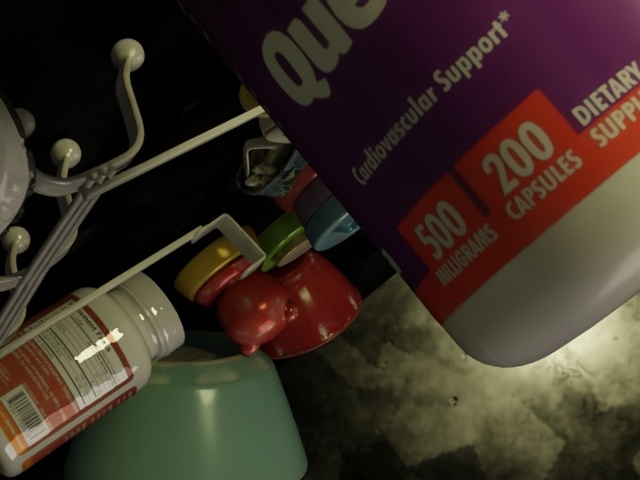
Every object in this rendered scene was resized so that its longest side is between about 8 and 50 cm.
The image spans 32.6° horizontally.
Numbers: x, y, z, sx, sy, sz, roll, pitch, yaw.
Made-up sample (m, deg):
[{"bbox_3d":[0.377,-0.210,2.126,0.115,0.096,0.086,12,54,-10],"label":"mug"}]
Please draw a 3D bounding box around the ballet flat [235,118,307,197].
[{"bbox_3d":[-0.036,-0.097,1.045,0.070,0.070,0.188,-32,164,-35],"label":"ballet flat"}]

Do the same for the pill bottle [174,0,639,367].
[{"bbox_3d":[0.039,-0.119,0.448,0.181,0.323,0.181,-38,170,-8],"label":"pill bottle"}]

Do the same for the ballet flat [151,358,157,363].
[{"bbox_3d":[-0.279,0.144,1.230,0.231,0.077,0.077,-28,-174,-36],"label":"ballet flat"}]

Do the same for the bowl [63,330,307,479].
[{"bbox_3d":[-0.170,0.212,1.399,0.312,0.163,0.311,1,-172,0],"label":"bowl"}]

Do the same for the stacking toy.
[{"bbox_3d":[0.000,0.000,1.384,0.309,0.130,0.279,-43,169,21],"label":"stacking toy"}]

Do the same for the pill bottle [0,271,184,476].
[{"bbox_3d":[-0.246,0.123,1.072,0.216,0.121,0.121,-34,169,-27],"label":"pill bottle"}]

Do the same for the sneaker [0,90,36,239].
[{"bbox_3d":[-0.270,0.013,0.628,0.108,0.100,0.271,-6,144,-48],"label":"sneaker"}]

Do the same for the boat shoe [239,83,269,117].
[{"bbox_3d":[-0.009,-0.144,0.943,0.153,0.056,0.048,-42,168,-29],"label":"boat shoe"}]

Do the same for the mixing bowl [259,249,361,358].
[{"bbox_3d":[-0.042,0.074,1.558,0.182,0.098,0.181,-19,-155,9],"label":"mixing bowl"}]

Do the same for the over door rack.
[{"bbox_3d":[-0.128,-0.037,0.799,0.324,0.108,0.239,-19,160,-45],"label":"over door rack"}]
